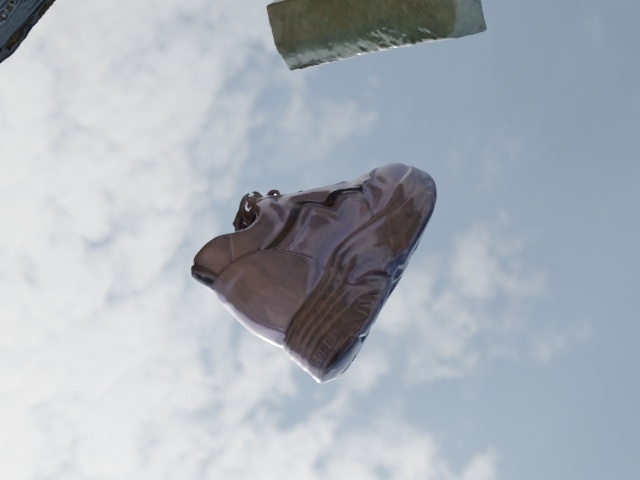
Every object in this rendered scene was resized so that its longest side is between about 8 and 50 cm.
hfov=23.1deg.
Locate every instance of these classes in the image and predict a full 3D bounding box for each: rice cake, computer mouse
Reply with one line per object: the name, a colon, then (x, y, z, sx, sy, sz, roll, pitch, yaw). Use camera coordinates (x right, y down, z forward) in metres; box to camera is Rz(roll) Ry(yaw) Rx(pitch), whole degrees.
rice cake: (0.040, -0.183, 1.256, 0.206, 0.063, 0.069, -2, -70, 43)
computer mouse: (-0.326, -0.259, 1.575, 0.071, 0.126, 0.231, 38, -95, 14)

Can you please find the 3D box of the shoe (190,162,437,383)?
shoe: (0.000, 0.000, 1.192, 0.095, 0.137, 0.245, -59, 178, 38)
